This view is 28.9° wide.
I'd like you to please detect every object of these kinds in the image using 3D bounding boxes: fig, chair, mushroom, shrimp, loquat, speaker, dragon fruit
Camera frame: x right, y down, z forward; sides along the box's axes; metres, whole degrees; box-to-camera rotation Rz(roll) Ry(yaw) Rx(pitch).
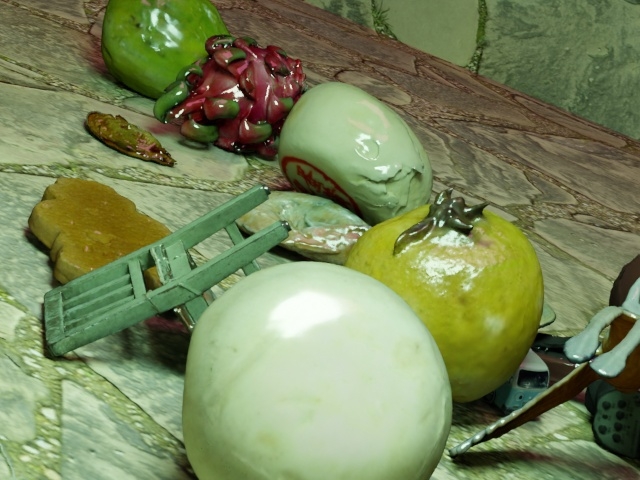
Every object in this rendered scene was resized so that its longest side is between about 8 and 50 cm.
[{"bbox_3d":[-0.246,-0.347,2.189,0.314,0.233,0.233,30,21,16],"label":"fig"},{"bbox_3d":[-0.134,0.076,1.297,0.270,0.147,0.136,-29,26,-2],"label":"chair"},{"bbox_3d":[-0.013,0.145,1.093,0.246,0.202,0.246,12,62,-24],"label":"mushroom"},{"bbox_3d":[0.000,0.000,1.698,0.168,0.077,0.317,-12,30,-42],"label":"shrimp"},{"bbox_3d":[0.133,0.061,1.383,0.243,0.244,0.244,17,19,-6],"label":"loquat"},{"bbox_3d":[0.380,0.124,1.554,0.259,0.198,0.329,39,33,16],"label":"speaker"},{"bbox_3d":[-0.133,-0.236,2.052,0.198,0.218,0.273,-14,14,22],"label":"dragon fruit"}]

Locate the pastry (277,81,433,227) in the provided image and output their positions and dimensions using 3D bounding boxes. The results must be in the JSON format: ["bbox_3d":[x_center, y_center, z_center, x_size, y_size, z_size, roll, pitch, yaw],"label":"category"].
[{"bbox_3d":[0.051,-0.108,1.802,0.264,0.133,0.265,33,-21,14],"label":"pastry"}]

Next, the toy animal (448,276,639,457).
[{"bbox_3d":[0.293,0.107,1.245,0.225,0.284,0.302,23,51,20],"label":"toy animal"}]

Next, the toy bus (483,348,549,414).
[{"bbox_3d":[0.218,0.149,1.469,0.060,0.075,0.123,7,22,-31],"label":"toy bus"}]

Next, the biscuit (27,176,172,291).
[{"bbox_3d":[-0.253,0.003,1.480,0.186,0.044,0.295,13,20,-27],"label":"biscuit"}]

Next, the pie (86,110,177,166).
[{"bbox_3d":[-0.304,-0.163,1.912,0.088,0.033,0.191,-7,32,-45],"label":"pie"}]

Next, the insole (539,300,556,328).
[{"bbox_3d":[0.237,0.070,1.677,0.119,0.009,0.348,-13,13,-2],"label":"insole"}]
